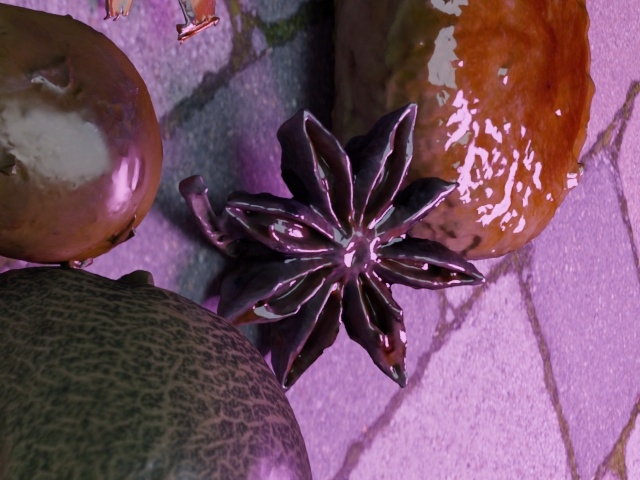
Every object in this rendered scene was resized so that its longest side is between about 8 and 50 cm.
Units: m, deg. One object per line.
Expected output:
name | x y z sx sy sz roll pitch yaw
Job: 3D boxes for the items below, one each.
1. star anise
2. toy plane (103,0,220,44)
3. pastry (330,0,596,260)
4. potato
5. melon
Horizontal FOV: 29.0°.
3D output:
star anise | 0.001 -0.001 0.879 0.262 0.081 0.230 18 104 -32
toy plane | -0.075 -0.212 0.804 0.188 0.062 0.135 -37 117 -33
pastry | 0.128 -0.130 1.032 0.330 0.136 0.329 -4 95 -54
potato | -0.158 -0.055 0.649 0.176 0.137 0.137 18 75 -50
melon | -0.134 0.170 0.579 0.248 0.249 0.329 32 75 -50
